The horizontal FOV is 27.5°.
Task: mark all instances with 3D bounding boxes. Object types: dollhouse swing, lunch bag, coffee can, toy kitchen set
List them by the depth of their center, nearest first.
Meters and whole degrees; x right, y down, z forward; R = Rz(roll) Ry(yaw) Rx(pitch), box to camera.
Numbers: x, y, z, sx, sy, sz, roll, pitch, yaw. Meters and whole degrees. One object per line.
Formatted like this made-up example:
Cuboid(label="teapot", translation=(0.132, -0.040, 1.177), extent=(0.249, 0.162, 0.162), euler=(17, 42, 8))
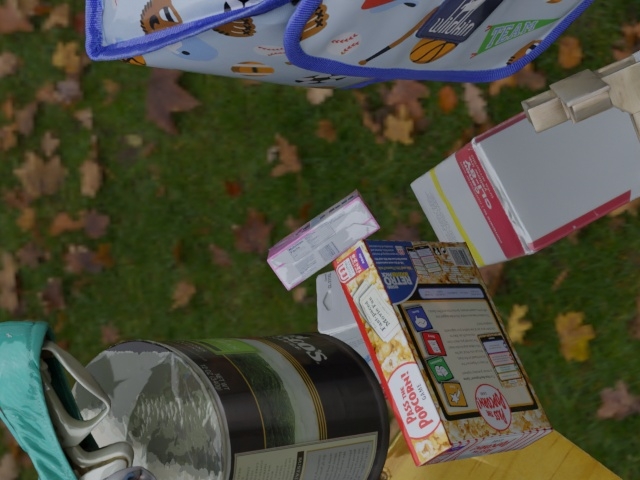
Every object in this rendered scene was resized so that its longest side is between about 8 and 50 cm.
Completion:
Cuboid(label="toy kitchen set", translation=(0.192, -0.074, 0.889), extent=(0.083, 0.068, 0.075), euler=(-22, 105, 6))
Cuboid(label="lunch bag", translation=(0.034, -0.250, 1.116), extent=(0.385, 0.328, 0.239), euler=(-6, 87, 44))
Cuboid(label="coffee can", translation=(-0.087, 0.194, 1.296), extent=(0.201, 0.275, 0.201), euler=(-1, 87, 34))
Cuboid(label="dollhouse swing", translation=(0.221, 0.401, 1.808), extent=(0.347, 0.305, 0.315), euler=(36, 82, 6))

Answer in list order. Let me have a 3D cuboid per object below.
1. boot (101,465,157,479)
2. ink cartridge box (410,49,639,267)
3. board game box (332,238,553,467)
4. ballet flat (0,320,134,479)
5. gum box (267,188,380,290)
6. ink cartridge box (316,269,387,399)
Cuboid(label="boot", translation=(-0.110, 0.276, 0.837), extent=(0.123, 0.095, 0.258), euler=(-34, 77, 36))
Cuboid(label="ink cartridge box", translation=(0.301, -0.094, 1.725), extent=(0.160, 0.279, 0.384), euler=(61, 171, 1))
Cuboid(label="board game box", translation=(0.106, 0.092, 1.133), extent=(0.045, 0.147, 0.193), euler=(-40, 62, 36))
Cuboid(label="ballet flat", translation=(-0.210, 0.174, 1.117), extent=(0.087, 0.083, 0.247), euler=(-20, 110, 11))
Cuboid(label="gum box", translation=(0.000, 0.000, 2.096), extent=(0.188, 0.107, 0.062), euler=(-34, 98, 5))
Cuboid(label="ink cartridge box", translation=(0.061, 0.140, 1.953), extent=(0.072, 0.175, 0.127), euler=(-17, 43, 14))
